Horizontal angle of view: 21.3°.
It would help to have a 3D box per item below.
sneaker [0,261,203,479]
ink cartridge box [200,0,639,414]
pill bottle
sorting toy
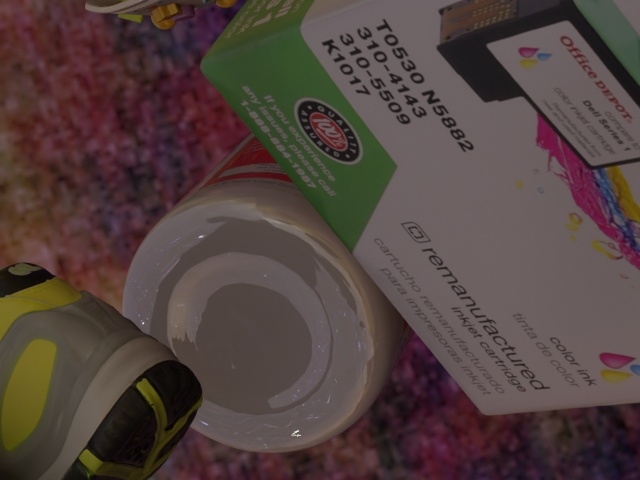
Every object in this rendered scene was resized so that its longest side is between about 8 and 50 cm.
[{"bbox_3d":[-0.216,0.163,1.126,0.147,0.145,0.384,47,124,13],"label":"sneaker"},{"bbox_3d":[0.124,-0.052,0.600,0.278,0.117,0.201,-12,124,50],"label":"ink cartridge box"},{"bbox_3d":[0.000,0.000,1.518,0.407,0.229,0.229,-52,-47,-62],"label":"pill bottle"},{"bbox_3d":[-0.088,-0.135,0.910,0.075,0.083,0.045,-32,-75,-63],"label":"sorting toy"}]
